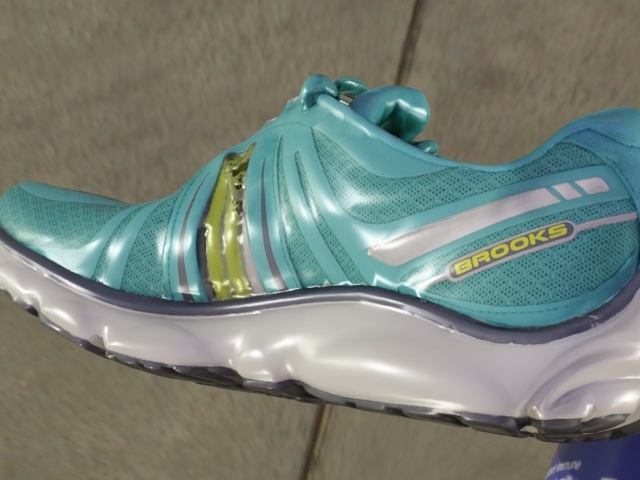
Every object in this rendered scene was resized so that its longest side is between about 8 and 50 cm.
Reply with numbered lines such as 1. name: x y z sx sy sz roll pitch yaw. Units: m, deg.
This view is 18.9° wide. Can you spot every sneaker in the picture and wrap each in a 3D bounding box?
1. sneaker: 0.000 0.000 0.638 0.275 0.107 0.110 5 83 37

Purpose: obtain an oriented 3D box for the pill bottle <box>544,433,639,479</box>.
1. pill bottle: 0.161 0.109 0.737 0.153 0.153 0.265 21 72 4
